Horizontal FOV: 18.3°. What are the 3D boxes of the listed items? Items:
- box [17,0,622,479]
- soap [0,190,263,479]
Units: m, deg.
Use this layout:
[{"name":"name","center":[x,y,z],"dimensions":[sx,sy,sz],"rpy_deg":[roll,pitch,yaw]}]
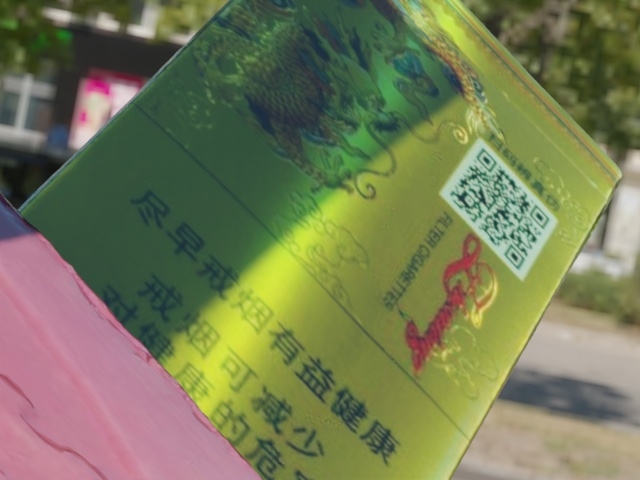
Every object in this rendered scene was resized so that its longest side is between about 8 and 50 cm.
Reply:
[{"name":"box","center":[0.000,0.000,0.724],"dimensions":[0.173,0.043,0.311],"rpy_deg":[45,40,-7]},{"name":"soap","center":[-0.168,0.040,0.460],"dimensions":[0.359,0.128,0.233],"rpy_deg":[45,22,22]}]
